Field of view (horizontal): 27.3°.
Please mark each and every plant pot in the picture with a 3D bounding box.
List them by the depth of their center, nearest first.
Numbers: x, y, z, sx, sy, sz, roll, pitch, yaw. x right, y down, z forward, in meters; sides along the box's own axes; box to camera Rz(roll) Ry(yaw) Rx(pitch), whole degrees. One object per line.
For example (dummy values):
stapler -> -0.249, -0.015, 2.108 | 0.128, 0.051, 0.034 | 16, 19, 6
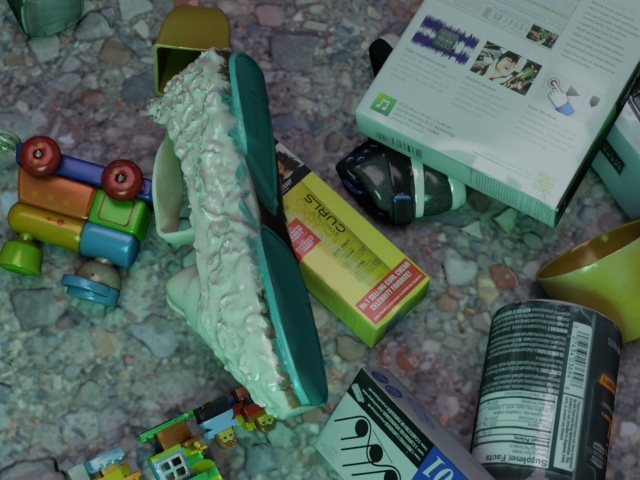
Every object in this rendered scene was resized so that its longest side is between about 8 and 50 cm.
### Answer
plant pot -> 0.298, 0.049, 1.334 | 0.134, 0.134, 0.095 | -28, 94, -15
plant pot -> -0.135, -0.211, 1.444 | 0.081, 0.081, 0.083 | 6, 53, 0

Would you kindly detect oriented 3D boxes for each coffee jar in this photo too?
coffee jar -> -0.334, -0.325, 1.471 | 0.079, 0.096, 0.184 | -24, 70, -17

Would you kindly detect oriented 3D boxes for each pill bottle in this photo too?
pill bottle -> 0.208, 0.190, 1.252 | 0.130, 0.130, 0.246 | 12, 66, 2

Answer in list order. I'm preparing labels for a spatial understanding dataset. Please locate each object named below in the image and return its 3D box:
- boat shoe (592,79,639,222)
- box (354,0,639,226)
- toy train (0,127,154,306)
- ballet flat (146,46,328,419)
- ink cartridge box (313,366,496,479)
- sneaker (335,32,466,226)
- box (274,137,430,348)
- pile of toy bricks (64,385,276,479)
boat shoe -> 0.338, -0.140, 1.420 | 0.104, 0.113, 0.306 | -19, 61, -20
box -> 0.214, -0.201, 1.362 | 0.232, 0.058, 0.322 | 28, 76, 15
toy train -> -0.297, -0.029, 1.345 | 0.248, 0.105, 0.143 | 16, 79, 4
ballet flat -> -0.090, 0.001, 1.267 | 0.146, 0.147, 0.409 | -7, 59, -7
ink cartridge box -> 0.088, 0.218, 1.214 | 0.207, 0.046, 0.097 | 44, 112, 37
sneaker -> 0.063, -0.119, 1.411 | 0.121, 0.079, 0.217 | -17, 68, -11
box -> 0.000, 0.000, 1.364 | 0.087, 0.058, 0.232 | -41, 74, -19
pile of toy bricks -> -0.121, 0.217, 1.234 | 0.212, 0.118, 0.105 | -24, 87, -24
